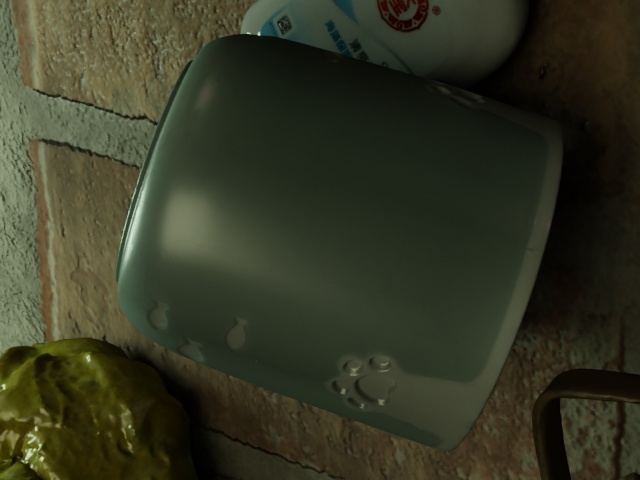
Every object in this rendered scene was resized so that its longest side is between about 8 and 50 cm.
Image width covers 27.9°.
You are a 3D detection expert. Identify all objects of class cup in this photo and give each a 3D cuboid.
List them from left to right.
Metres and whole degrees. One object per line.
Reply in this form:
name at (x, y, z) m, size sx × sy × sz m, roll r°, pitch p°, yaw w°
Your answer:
cup at (0.000, 0.000, 1.008) m, size 0.274 × 0.259 × 0.356 m, roll 19°, pitch 167°, yaw -3°

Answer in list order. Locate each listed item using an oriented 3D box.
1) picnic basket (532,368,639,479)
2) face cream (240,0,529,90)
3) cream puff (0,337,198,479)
picnic basket at (0.281, 0.243, 0.880) m, size 0.254 × 0.291 × 0.321 m, roll 6°, pitch 119°, yaw 37°
face cream at (0.079, -0.190, 1.014) m, size 0.337 × 0.080 × 0.163 m, roll -29°, pitch 91°, yaw 42°
cream puff at (-0.305, 0.249, 1.369) m, size 0.323 × 0.270 × 0.274 m, roll -27°, pitch 84°, yaw 40°
